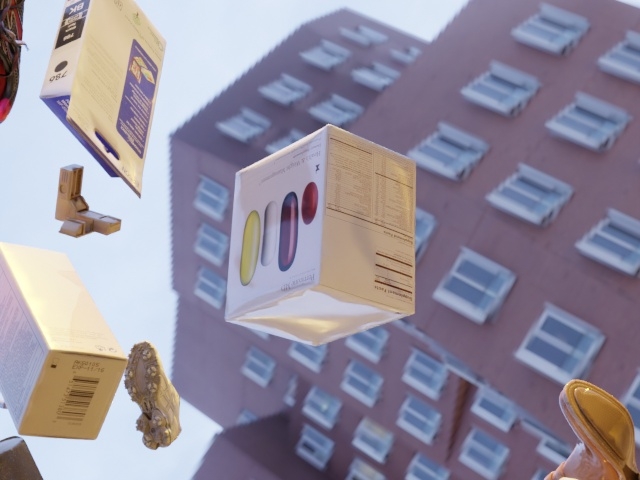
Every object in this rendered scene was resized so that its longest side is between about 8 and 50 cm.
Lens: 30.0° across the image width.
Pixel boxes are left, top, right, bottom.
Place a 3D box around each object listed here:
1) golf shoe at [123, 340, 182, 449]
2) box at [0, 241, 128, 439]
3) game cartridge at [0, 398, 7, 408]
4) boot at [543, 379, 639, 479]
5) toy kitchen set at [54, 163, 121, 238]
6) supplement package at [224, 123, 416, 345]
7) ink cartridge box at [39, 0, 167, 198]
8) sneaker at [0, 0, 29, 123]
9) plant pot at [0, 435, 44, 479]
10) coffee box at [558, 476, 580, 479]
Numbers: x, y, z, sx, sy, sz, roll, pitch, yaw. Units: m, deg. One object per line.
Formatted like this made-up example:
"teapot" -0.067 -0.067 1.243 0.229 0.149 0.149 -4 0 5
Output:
"golf shoe" -0.265 0.244 1.924 0.086 0.069 0.176 -13 -85 -67
"box" -0.402 0.140 1.734 0.121 0.311 0.148 11 -67 -34
"game cartridge" -0.463 0.259 1.873 0.083 0.056 0.017 10 -94 -33
"boot" 0.421 0.361 1.918 0.220 0.283 0.109 -33 19 45
"toy kitchen set" -0.310 -0.049 1.559 0.068 0.083 0.075 -30 -47 -63
"supplement package" 0.000 0.000 1.466 0.149 0.194 0.203 19 -117 -34
"ink cartridge box" -0.291 -0.212 1.609 0.165 0.065 0.332 53 -154 -39
"sneaker" -0.445 -0.302 1.622 0.121 0.112 0.299 -6 -72 -20
"plant pot" -0.361 0.300 1.205 0.167 0.188 0.187 -55 -56 -69
"coffee box" 0.318 0.501 1.328 0.334 0.338 0.337 -45 -4 -7
